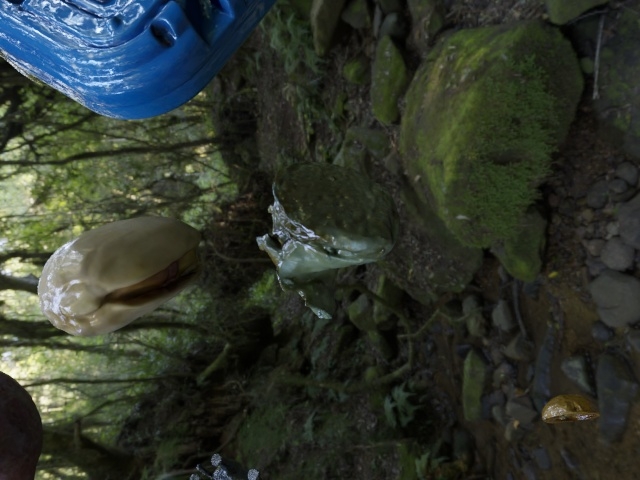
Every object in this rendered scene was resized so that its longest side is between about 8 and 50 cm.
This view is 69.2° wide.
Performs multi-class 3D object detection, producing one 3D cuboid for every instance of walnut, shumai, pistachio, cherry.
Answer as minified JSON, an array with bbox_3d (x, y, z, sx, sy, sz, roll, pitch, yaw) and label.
[{"bbox_3d":[0.546,0.369,1.024,0.091,0.121,0.052,86,-179,-55],"label":"walnut"},{"bbox_3d":[0.000,0.000,1.052,0.330,0.292,0.288,-103,16,-51],"label":"shumai"},{"bbox_3d":[-0.234,0.031,0.556,0.200,0.145,0.117,-39,-52,-50],"label":"pistachio"},{"bbox_3d":[-0.575,0.330,0.787,0.250,0.175,0.192,45,141,5],"label":"cherry"}]

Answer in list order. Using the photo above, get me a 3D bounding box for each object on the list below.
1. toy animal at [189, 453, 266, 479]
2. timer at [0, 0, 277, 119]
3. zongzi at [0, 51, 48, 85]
[{"bbox_3d":[-0.128,0.494,0.896,0.082,0.270,0.137,-62,-25,-29],"label":"toy animal"},{"bbox_3d":[-0.211,-0.318,0.535,0.340,0.309,0.115,-56,-16,-13],"label":"timer"},{"bbox_3d":[-0.552,-0.349,0.738,0.112,0.242,0.220,-4,109,53],"label":"zongzi"}]
